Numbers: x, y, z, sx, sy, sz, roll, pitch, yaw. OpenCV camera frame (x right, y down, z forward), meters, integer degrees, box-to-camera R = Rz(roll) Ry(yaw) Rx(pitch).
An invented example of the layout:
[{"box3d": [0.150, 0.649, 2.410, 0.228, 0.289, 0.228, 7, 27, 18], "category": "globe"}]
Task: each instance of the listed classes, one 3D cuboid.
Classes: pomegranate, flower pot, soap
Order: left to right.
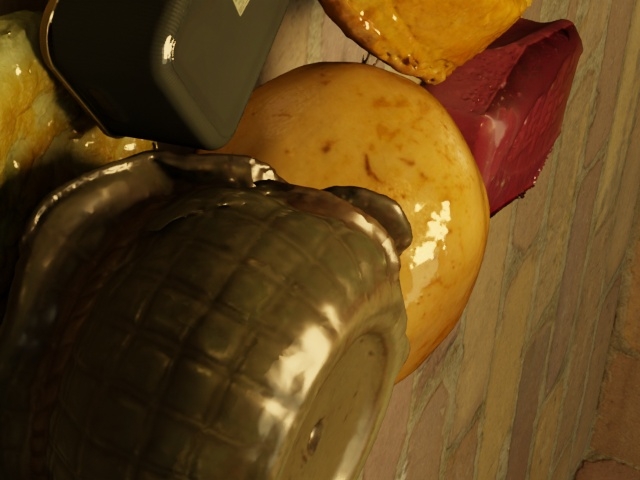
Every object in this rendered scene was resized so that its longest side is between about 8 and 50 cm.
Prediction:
[{"box3d": [-0.073, 0.080, 1.069, 0.302, 0.213, 0.302, -55, 158, -34], "category": "flower pot"}, {"box3d": [0.011, -0.013, 1.325, 0.307, 0.307, 0.307, -52, 153, -42], "category": "pomegranate"}, {"box3d": [0.211, -0.154, 1.949, 0.325, 0.127, 0.220, -35, 142, -59], "category": "soap"}]

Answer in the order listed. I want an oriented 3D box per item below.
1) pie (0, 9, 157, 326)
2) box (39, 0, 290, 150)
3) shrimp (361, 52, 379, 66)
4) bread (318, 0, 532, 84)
[{"box3d": [-0.205, -0.011, 1.074, 0.323, 0.071, 0.323, 17, 90, -71], "category": "pie"}, {"box3d": [-0.087, -0.169, 1.054, 0.201, 0.090, 0.144, -68, 154, -19], "category": "box"}, {"box3d": [0.030, -0.117, 1.606, 0.065, 0.057, 0.165, -29, 132, -53], "category": "shrimp"}, {"box3d": [0.070, -0.254, 1.337, 0.268, 0.146, 0.268, 42, 33, -36], "category": "bread"}]
